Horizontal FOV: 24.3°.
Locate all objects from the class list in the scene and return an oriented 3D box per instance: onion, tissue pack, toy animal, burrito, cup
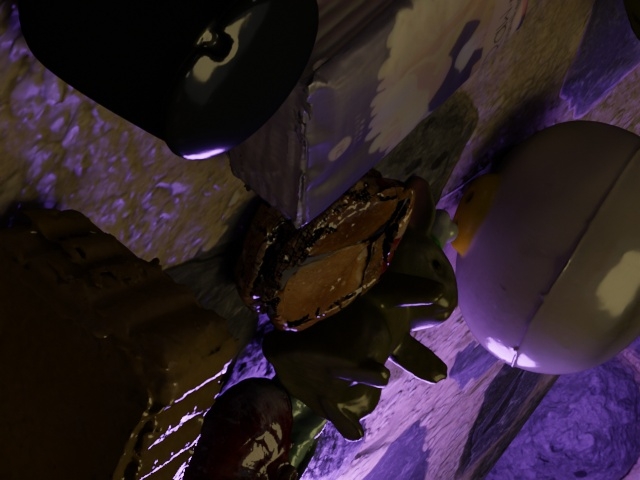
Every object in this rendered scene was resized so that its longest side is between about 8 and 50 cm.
[{"bbox_3d":[-0.109,0.263,1.805,0.098,0.151,0.205,11,105,-54],"label":"onion"},{"bbox_3d":[0.064,-0.199,1.378,0.344,0.125,0.242,-42,158,-23],"label":"tissue pack"},{"bbox_3d":[0.098,0.072,1.854,0.363,0.180,0.181,-42,154,-28],"label":"toy animal"},{"bbox_3d":[-0.048,0.229,1.913,0.229,0.144,0.089,-55,135,-8],"label":"burrito"},{"bbox_3d":[-0.104,-0.167,1.006,0.169,0.176,0.223,-40,159,-20],"label":"cup"}]

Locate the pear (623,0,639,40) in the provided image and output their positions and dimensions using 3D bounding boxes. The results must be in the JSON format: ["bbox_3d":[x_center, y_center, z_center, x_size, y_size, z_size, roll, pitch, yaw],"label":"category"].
[{"bbox_3d":[0.491,-0.358,1.907,0.212,0.212,0.269,-29,144,-46],"label":"pear"}]

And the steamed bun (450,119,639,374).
[{"bbox_3d":[0.353,0.011,2.106,0.334,0.334,0.373,-19,142,-56],"label":"steamed bun"}]

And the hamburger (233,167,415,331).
[{"bbox_3d":[0.000,0.000,1.628,0.231,0.107,0.231,-40,160,-18],"label":"hamburger"}]

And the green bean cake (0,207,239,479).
[{"bbox_3d":[-0.198,0.110,1.220,0.131,0.224,0.229,-19,140,-55],"label":"green bean cake"}]
